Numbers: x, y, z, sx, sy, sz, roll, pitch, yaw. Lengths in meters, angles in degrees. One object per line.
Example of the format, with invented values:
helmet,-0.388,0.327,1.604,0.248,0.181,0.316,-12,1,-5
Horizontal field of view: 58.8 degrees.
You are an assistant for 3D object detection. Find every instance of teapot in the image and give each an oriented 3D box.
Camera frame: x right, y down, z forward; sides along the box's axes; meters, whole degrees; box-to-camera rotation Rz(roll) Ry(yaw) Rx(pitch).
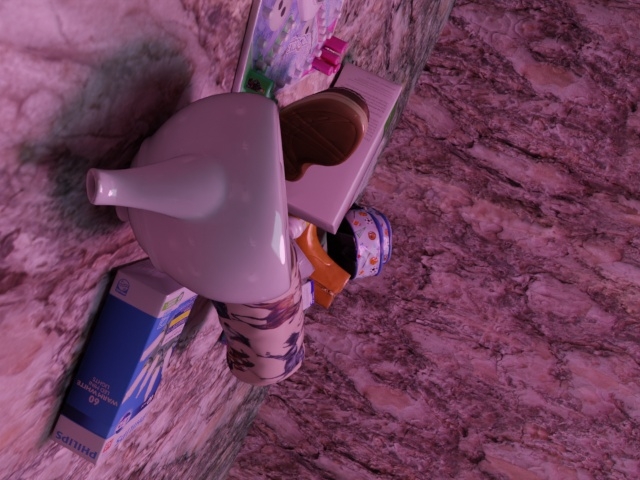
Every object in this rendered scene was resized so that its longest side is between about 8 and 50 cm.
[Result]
teapot,-0.132,-0.043,0.641,0.252,0.187,0.255,-96,-178,-48

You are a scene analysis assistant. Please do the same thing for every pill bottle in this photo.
pill bottle,-0.069,-0.045,1.506,0.116,0.065,0.065,-54,168,-53

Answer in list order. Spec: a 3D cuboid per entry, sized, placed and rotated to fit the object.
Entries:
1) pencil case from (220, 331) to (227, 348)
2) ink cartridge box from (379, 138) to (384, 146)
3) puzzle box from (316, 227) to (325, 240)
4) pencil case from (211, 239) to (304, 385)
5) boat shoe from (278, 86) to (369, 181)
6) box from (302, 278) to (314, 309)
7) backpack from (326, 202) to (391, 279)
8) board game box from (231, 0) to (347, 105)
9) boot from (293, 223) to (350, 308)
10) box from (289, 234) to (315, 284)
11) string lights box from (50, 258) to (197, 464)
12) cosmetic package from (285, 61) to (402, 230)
pencil case,-0.199,0.203,1.450,0.070,0.065,0.151,-120,-126,-79
ink cartridge box,0.093,-0.227,1.828,0.273,0.114,0.196,-52,166,-55
puzzle box,0.000,0.000,2.214,0.272,0.052,0.409,-68,172,30
pencil case,-0.120,0.129,1.038,0.160,0.184,0.410,-49,158,-27
boat shoe,-0.008,-0.191,0.923,0.123,0.123,0.342,-60,-167,-16
box,-0.103,0.147,1.534,0.137,0.126,0.072,-23,116,-60
backpack,0.123,0.008,1.907,0.263,0.213,0.276,-125,-155,-64
board game box,0.009,-0.401,0.868,0.390,0.050,0.389,-54,168,-56
boot,0.005,0.059,1.815,0.294,0.211,0.104,-67,173,20
box,-0.116,0.077,1.239,0.183,0.056,0.231,-52,151,-13
string lights box,-0.262,0.156,0.786,0.259,0.077,0.133,-65,174,12
cosmetic package,0.047,-0.215,1.387,0.197,0.155,0.365,57,58,-85
